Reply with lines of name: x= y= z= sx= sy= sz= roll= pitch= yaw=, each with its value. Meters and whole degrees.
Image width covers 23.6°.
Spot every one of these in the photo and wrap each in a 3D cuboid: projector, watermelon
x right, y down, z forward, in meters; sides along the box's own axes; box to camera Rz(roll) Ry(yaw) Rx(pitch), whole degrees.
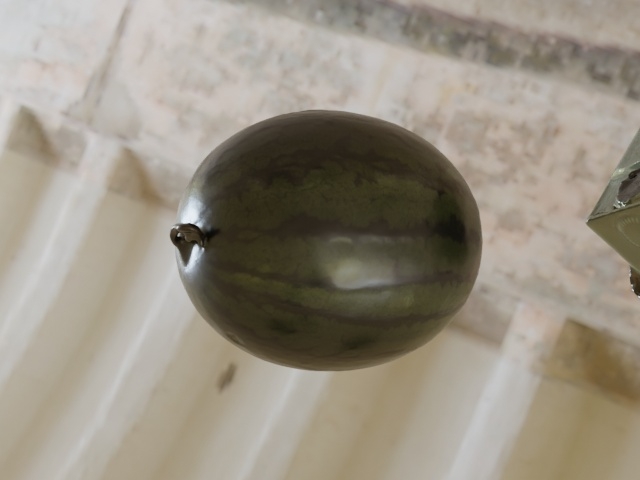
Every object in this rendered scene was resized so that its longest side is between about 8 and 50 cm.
projector: x=0.411 y=-0.043 z=1.621 sx=0.177 sy=0.242 sz=0.163 roll=39 pitch=156 yaw=-14
watermelon: x=0.000 y=0.000 z=1.621 sx=0.359 sy=0.278 sz=0.279 roll=0 pitch=-169 yaw=-27
